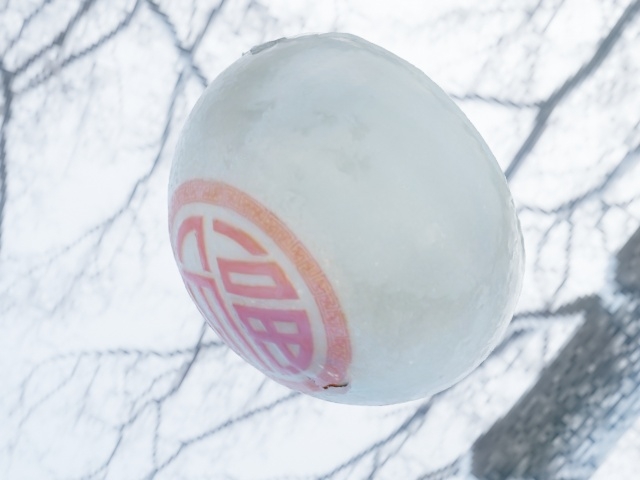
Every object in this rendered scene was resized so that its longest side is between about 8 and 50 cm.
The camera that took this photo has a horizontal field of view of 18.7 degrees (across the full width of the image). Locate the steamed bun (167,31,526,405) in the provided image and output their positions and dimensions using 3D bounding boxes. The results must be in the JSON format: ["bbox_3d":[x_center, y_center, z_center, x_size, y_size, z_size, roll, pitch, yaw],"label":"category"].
[{"bbox_3d":[0.000,0.000,1.384,0.283,0.283,0.177,45,-122,13],"label":"steamed bun"}]
